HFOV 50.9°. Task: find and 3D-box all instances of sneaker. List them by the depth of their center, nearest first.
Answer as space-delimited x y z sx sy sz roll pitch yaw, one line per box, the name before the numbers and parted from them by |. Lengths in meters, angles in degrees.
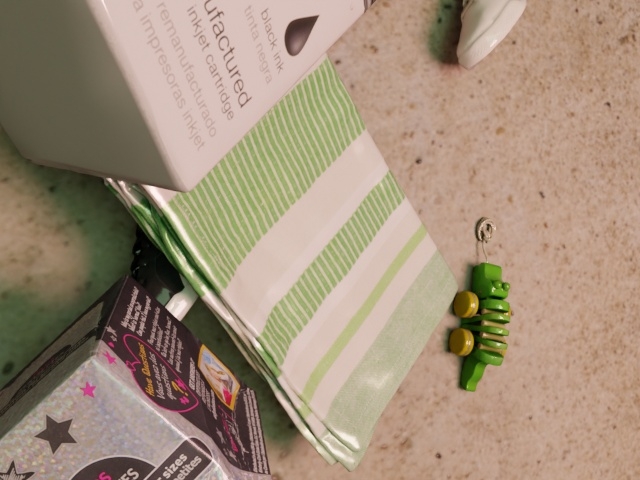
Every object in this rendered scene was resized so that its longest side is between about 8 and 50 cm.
sneaker | -0.138 -0.016 0.543 0.121 0.079 0.216 37 63 -16
sneaker | 0.177 -0.277 0.727 0.094 0.080 0.212 33 65 -9

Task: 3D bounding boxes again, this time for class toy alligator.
toy alligator | 0.178 0.065 0.704 0.056 0.051 0.189 14 80 -26

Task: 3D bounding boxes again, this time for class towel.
towel | 0.000 0.000 0.572 0.248 0.038 0.324 -51 119 -34

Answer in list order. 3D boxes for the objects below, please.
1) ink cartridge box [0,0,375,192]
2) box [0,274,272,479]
ink cartridge box | -0.074 -0.269 0.436 0.395 0.166 0.285 -53 141 -33
box | -0.169 0.167 0.416 0.247 0.163 0.142 -44 105 1
